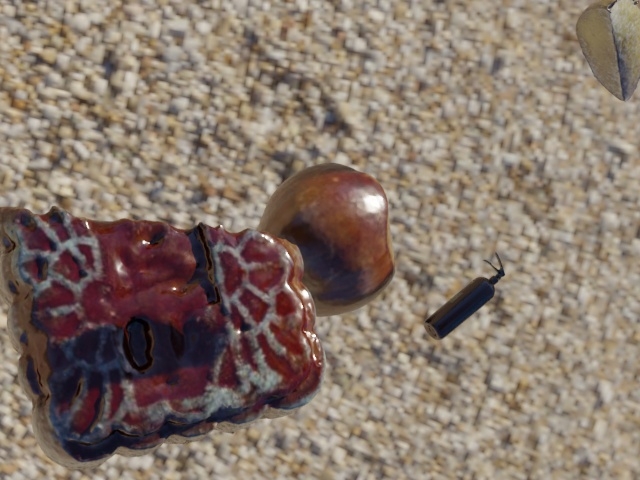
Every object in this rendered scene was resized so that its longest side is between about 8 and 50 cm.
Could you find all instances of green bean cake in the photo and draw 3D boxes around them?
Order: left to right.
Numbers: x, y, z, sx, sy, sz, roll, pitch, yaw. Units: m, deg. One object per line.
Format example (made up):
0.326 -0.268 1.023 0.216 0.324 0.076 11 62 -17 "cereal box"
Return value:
-0.120 0.060 1.115 0.232 0.097 0.198 -9 80 -15 "green bean cake"

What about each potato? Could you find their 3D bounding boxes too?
0.201 -0.143 1.020 0.037 0.036 0.093 -51 144 -21 "potato"

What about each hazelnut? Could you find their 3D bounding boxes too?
0.000 0.000 1.370 0.143 0.143 0.154 -49 160 -21 "hazelnut"

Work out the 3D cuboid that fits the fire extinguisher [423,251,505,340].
0.136 0.059 1.357 0.100 0.032 0.046 -38 146 -20 "fire extinguisher"
